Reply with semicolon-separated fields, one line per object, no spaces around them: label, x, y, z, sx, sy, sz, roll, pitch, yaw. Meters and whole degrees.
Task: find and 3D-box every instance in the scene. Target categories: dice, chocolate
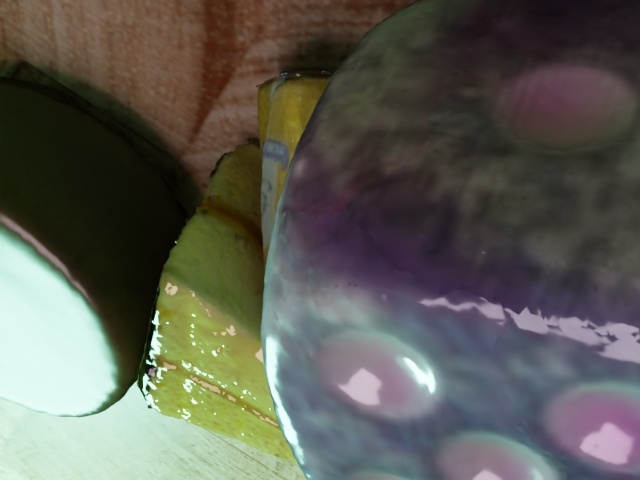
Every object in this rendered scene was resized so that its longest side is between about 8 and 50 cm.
dice;0.139;0.027;0.669;0.270;0.270;0.271;11;137;20
chocolate;0.000;0.000;0.779;0.085;0.085;0.219;-2;93;30

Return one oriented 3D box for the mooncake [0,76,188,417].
mooncake;-0.243;0.003;0.945;0.284;0.155;0.284;17;141;14

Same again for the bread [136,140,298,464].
bread;0.016;0.064;0.867;0.264;0.168;0.163;20;139;3
